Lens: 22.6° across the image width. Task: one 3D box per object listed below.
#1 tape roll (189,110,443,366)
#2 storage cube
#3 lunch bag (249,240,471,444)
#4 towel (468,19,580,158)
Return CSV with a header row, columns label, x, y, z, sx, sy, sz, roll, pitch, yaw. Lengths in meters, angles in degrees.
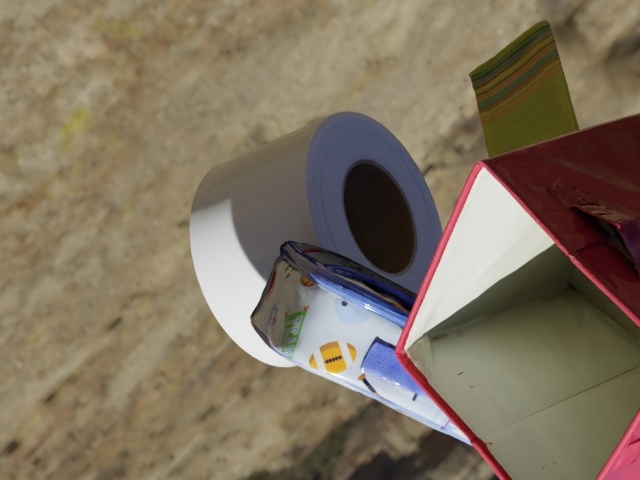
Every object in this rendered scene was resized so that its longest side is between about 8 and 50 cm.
label,x,y,z,sx,sy,sz,roll,pitch,yaw
tape roll,0.000,0.000,1.738,0.169,0.246,0.246,-22,-174,35
storage cube,0.199,0.048,1.062,0.193,0.184,0.215,-17,143,-36
lunch bag,0.091,0.110,1.503,0.115,0.303,0.243,-65,-164,0
towel,0.196,-0.118,1.532,0.102,0.021,0.237,-40,-149,26
